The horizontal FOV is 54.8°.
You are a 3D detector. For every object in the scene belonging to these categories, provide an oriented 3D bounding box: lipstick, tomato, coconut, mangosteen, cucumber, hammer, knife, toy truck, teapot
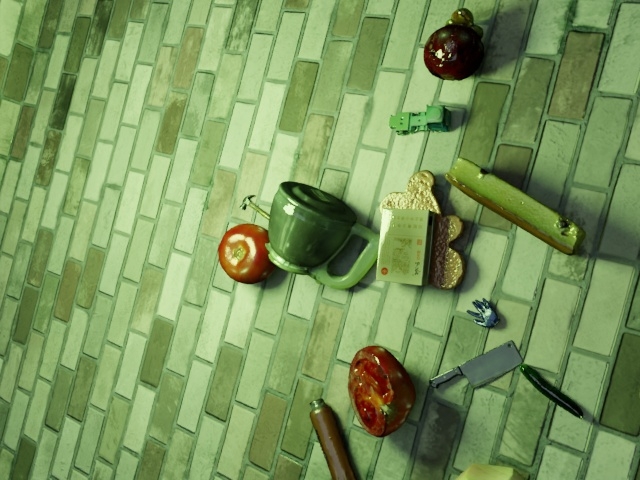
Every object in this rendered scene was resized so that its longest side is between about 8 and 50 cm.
[{"bbox_3d":[0.061,0.642,1.700,0.077,0.077,0.419,-30,70,22],"label":"lipstick"},{"bbox_3d":[-0.217,0.041,1.890,0.195,0.136,0.195,-2,85,26],"label":"tomato"},{"bbox_3d":[0.393,0.644,1.454,0.236,0.197,0.237,-1,88,25],"label":"coconut"},{"bbox_3d":[0.360,-0.513,1.635,0.166,0.166,0.180,26,94,28],"label":"mangosteen"},{"bbox_3d":[0.555,0.365,1.494,0.184,0.033,0.036,40,128,26],"label":"cucumber"},{"bbox_3d":[-0.179,-0.087,1.954,0.182,0.017,0.062,34,100,26],"label":"hammer"},{"bbox_3d":[0.398,0.340,1.590,0.245,0.019,0.072,-30,72,20],"label":"knife"},{"bbox_3d":[0.172,0.386,1.625,0.200,0.139,0.233,45,132,48],"label":"tomato"},{"bbox_3d":[0.268,-0.336,1.707,0.175,0.081,0.067,2,83,28],"label":"toy truck"},{"bbox_3d":[-0.009,-0.011,1.775,0.239,0.321,0.239,-65,22,20],"label":"teapot"}]

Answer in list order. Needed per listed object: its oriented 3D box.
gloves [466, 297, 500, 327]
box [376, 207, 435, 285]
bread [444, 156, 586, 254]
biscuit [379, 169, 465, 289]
[{"bbox_3d":[0.419,0.190,1.591,0.064,0.026,0.086,-45,66,18],"label":"gloves"},{"bbox_3d":[0.228,0.016,1.649,0.141,0.058,0.201,3,87,30],"label":"box"},{"bbox_3d":[0.485,-0.084,1.527,0.361,0.138,0.077,37,99,27],"label":"bread"},{"bbox_3d":[0.290,-0.015,1.674,0.205,0.049,0.324,-36,68,22],"label":"biscuit"}]
